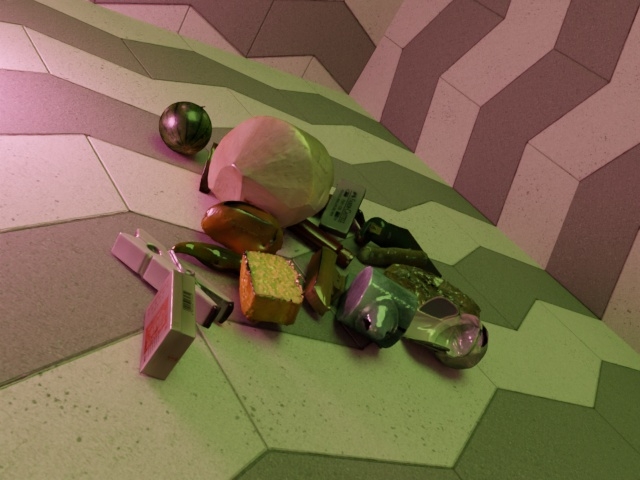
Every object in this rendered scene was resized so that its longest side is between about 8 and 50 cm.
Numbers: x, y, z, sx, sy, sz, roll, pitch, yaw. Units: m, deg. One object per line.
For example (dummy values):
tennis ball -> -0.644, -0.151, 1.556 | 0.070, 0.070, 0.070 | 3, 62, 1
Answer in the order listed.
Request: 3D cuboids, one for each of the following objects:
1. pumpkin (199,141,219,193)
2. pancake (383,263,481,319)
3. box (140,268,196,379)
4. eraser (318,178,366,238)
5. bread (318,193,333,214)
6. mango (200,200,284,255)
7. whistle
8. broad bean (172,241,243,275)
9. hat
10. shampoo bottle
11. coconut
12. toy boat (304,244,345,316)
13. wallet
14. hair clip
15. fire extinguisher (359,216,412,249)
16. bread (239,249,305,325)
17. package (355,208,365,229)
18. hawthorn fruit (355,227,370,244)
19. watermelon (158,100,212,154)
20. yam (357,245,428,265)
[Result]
pumpkin -> -0.333, -0.258, 2.055 | 0.130, 0.149, 0.254 | 19, 25, -10
pancake -> 0.392, 0.208, 2.123 | 0.387, 0.082, 0.387 | 21, 23, -10
box -> -0.322, 0.175, 1.256 | 0.058, 0.141, 0.201 | 26, 26, -27
eraser -> 0.084, -0.122, 2.201 | 0.111, 0.077, 0.352 | 21, 41, 4
bread -> -0.036, -0.151, 2.286 | 0.344, 0.084, 0.124 | 9, 16, -41
mango -> -0.230, -0.028, 1.749 | 0.248, 0.151, 0.156 | 18, 63, -19
whistle -> 0.148, 0.201, 1.785 | 0.168, 0.188, 0.405 | 32, -10, -9
broad bean -> -0.249, 0.059, 1.656 | 0.339, 0.061, 0.077 | 16, 44, -31
hat -> 0.389, 0.309, 1.870 | 0.275, 0.161, 0.232 | 13, 34, 15
shampoo bottle -> 0.000, 0.000, 2.065 | 0.260, 0.064, 0.102 | 36, 18, 6
coconut -> -0.165, -0.203, 1.896 | 0.415, 0.415, 0.345 | -12, 71, -57
toy boat -> 0.017, 0.129, 1.818 | 0.121, 0.089, 0.321 | 43, 22, -16
wallet -> 0.377, 0.044, 2.460 | 0.165, 0.042, 0.309 | 12, 35, -36
hair clip -> -0.360, 0.087, 1.442 | 0.331, 0.085, 0.101 | 38, 23, 15
fire extinguisher -> 0.242, -0.015, 2.262 | 0.095, 0.114, 0.311 | 15, -10, 37
bread -> -0.136, 0.142, 1.549 | 0.160, 0.147, 0.260 | 11, 25, -23
package -> 0.136, -0.124, 2.406 | 0.239, 0.030, 0.154 | -117, -177, -49
hawthorn fruit -> 0.178, -0.009, 2.308 | 0.103, 0.067, 0.067 | 23, 23, -51
watermelon -> -0.479, -0.409, 2.097 | 0.188, 0.188, 0.215 | 17, 49, -32
yam -> 0.279, 0.062, 2.251 | 0.317, 0.067, 0.071 | 5, 78, -34
